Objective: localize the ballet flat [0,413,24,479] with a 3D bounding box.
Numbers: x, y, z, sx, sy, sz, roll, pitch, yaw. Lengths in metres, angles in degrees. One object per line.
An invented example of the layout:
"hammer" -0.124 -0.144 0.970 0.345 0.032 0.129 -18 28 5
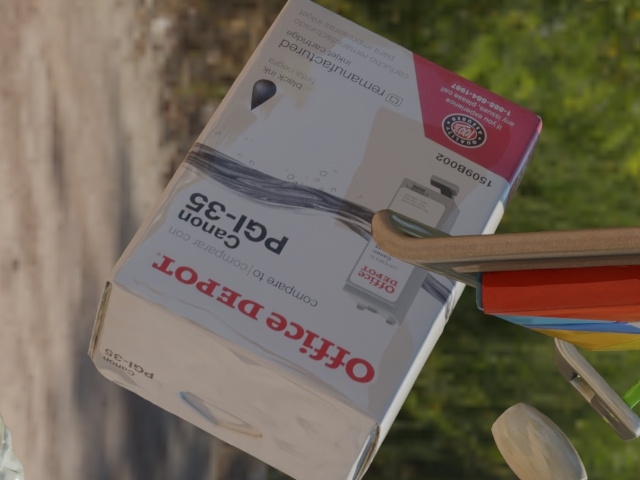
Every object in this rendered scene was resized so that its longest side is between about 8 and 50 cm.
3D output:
"ballet flat" -0.259 0.198 1.471 0.086 0.086 0.248 -77 -174 -64

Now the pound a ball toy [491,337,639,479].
"pound a ball toy" 0.217 0.094 1.579 0.136 0.208 0.319 49 1 10

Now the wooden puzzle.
"wooden puzzle" 0.169 0.025 0.914 0.221 0.238 0.044 20 74 -62

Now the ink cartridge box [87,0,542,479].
"ink cartridge box" 0.000 0.000 1.366 0.283 0.207 0.117 -60 175 -33
